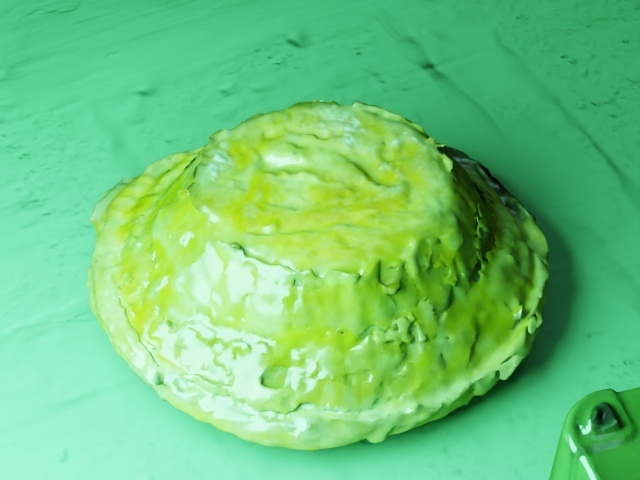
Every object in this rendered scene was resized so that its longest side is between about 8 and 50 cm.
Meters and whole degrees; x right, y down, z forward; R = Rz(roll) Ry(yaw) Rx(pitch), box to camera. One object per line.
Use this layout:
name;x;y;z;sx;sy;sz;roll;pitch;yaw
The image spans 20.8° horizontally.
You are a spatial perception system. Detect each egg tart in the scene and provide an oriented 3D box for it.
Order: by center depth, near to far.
egg tart;0.001;0.000;1.250;0.341;0.132;0.341;1;43;-1

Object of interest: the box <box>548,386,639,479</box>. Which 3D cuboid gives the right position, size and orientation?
box;0.271;0.219;0.981;0.252;0.178;0.329;-11;45;-13
